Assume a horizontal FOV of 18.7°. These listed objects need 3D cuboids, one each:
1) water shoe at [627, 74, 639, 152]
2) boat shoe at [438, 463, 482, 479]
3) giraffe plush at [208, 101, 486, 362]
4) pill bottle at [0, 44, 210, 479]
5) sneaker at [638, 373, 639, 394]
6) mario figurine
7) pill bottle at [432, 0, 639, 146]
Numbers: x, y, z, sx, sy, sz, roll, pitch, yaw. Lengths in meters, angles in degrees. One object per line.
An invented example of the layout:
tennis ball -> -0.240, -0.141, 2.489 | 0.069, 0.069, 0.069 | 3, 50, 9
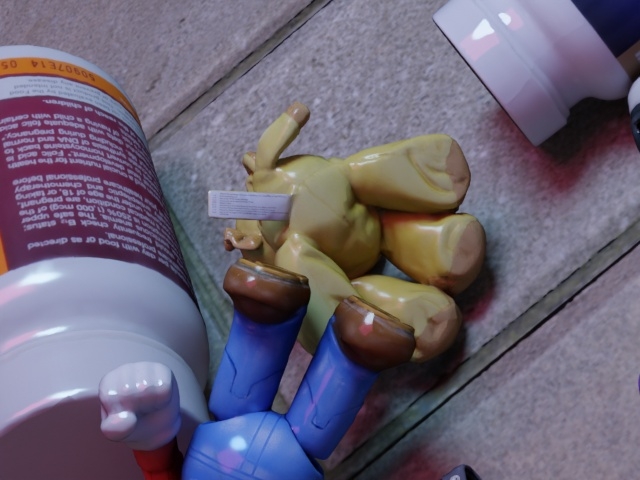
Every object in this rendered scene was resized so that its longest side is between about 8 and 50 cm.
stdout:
water shoe -> 0.312, -0.096, 1.339 | 0.203, 0.073, 0.080 | -16, 71, 33
boat shoe -> 0.120, 0.211, 1.230 | 0.065, 0.075, 0.206 | -48, 38, 1
giraffe plush -> 0.000, 0.000, 1.444 | 0.170, 0.210, 0.181 | 164, 125, -74
pill bottle -> -0.212, 0.046, 1.505 | 0.224, 0.224, 0.392 | -34, 43, 12
sneaker -> 0.241, 0.107, 1.132 | 0.161, 0.102, 0.282 | -9, 10, 38
mario figurine -> -0.049, 0.182, 1.276 | 0.198, 0.170, 0.321 | 21, 92, 38
pill bottle -> 0.220, -0.198, 1.414 | 0.264, 0.153, 0.153 | -39, 42, 7
